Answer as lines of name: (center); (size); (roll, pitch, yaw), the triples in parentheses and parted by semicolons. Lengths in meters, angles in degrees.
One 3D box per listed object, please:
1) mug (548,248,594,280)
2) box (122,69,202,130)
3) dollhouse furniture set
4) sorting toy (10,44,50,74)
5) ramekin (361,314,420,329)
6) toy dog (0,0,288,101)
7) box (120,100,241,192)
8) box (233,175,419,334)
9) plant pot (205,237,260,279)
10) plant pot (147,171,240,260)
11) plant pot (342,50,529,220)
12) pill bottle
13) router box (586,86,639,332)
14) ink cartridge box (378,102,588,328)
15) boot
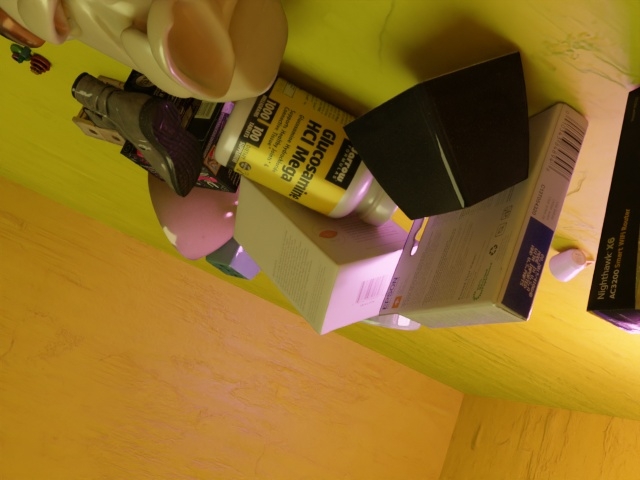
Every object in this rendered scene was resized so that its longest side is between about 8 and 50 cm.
mug: (0.539, 0.044, 1.201); (0.062, 0.078, 0.064); (53, 157, 12)
box: (-0.253, -0.282, 0.972); (0.077, 0.180, 0.147); (20, 163, 2)
dollhouse furniture set: (-0.465, -0.273, 1.343); (0.129, 0.129, 0.184); (18, 161, 14)
sorting toy: (-0.695, -0.424, 1.326); (0.102, 0.042, 0.061); (23, 163, -1)
ramekin: (0.179, 0.174, 1.703); (0.303, 0.148, 0.303); (10, 178, 0)
toy dog: (-0.252, -0.348, 0.713); (0.407, 0.285, 0.395); (20, -179, 13)
box: (-0.283, -0.216, 1.235); (0.247, 0.163, 0.142); (11, 163, 32)
box: (0.000, 0.000, 1.157); (0.215, 0.168, 0.345); (-12, -140, -35)
plant pot: (-0.221, -0.015, 1.637); (0.165, 0.234, 0.165); (8, 158, 36)
plant pot: (-0.287, -0.113, 1.454); (0.191, 0.284, 0.284); (-20, 151, 10)
plant pot: (0.175, -0.131, 0.780); (0.188, 0.187, 0.167); (-11, 101, 62)
pill bottle: (-0.008, -0.157, 1.030); (0.334, 0.188, 0.188); (25, 163, -10)
router box: (0.426, -0.060, 0.584); (0.081, 0.309, 0.243); (24, 162, -16)
ink cartridge box: (0.246, -0.019, 0.899); (0.071, 0.324, 0.330); (28, 162, -13)
boot: (-0.295, -0.176, 0.929); (0.161, 0.083, 0.246); (22, 158, 14)
